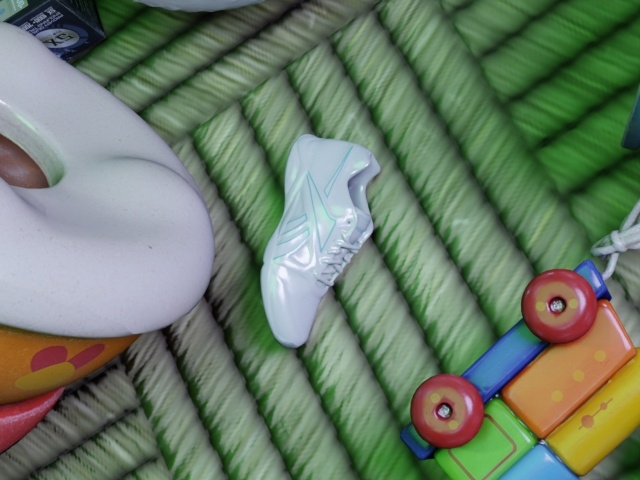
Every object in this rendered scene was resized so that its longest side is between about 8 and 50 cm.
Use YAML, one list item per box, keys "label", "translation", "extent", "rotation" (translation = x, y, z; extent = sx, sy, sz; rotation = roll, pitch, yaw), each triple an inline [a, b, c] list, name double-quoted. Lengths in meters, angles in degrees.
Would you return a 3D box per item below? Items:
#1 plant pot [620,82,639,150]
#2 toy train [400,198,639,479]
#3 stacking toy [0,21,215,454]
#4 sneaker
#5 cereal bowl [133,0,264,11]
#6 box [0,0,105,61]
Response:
- label: "plant pot"
  translation: [0.320, -0.142, 0.616]
  extent: [0.255, 0.271, 0.272]
  rotation: [18, 82, 13]
- label: "toy train"
  translation: [0.180, 0.076, 0.696]
  extent: [0.248, 0.105, 0.143]
  rotation: [-44, 73, 6]
- label: "stacking toy"
  translation: [-0.323, 0.094, 0.845]
  extent: [0.350, 0.350, 0.480]
  rotation: [45, 114, 28]
- label: "sneaker"
  translation: [0.000, 0.000, 0.819]
  extent: [0.061, 0.053, 0.152]
  rotation: [6, 77, 22]
- label: "cereal bowl"
  translation: [-0.058, -0.316, 0.890]
  extent: [0.338, 0.141, 0.339]
  rotation: [-7, 72, 21]
- label: "box"
  translation: [-0.278, -0.215, 0.991]
  extent: [0.147, 0.077, 0.180]
  rotation: [-29, 65, 14]
